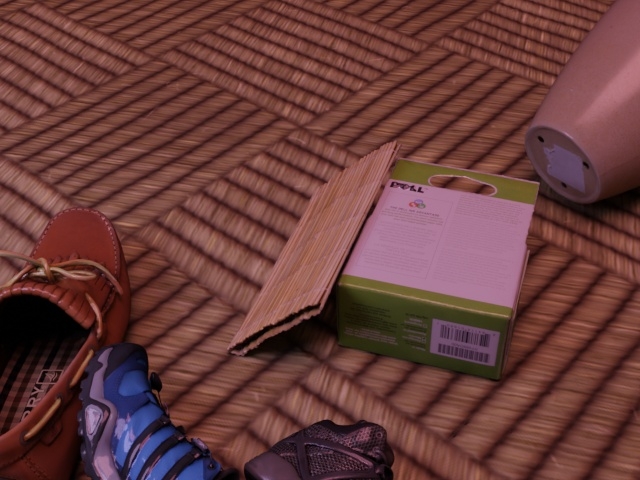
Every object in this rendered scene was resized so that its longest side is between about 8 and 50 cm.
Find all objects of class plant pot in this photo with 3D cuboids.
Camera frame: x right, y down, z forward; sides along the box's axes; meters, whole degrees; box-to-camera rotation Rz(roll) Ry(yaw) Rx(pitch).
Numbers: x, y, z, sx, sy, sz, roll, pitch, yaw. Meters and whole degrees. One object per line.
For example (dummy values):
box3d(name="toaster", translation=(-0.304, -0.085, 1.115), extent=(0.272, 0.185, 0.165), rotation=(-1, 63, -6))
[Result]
box3d(name="plant pot", translation=(0.412, -0.177, 1.177), extent=(0.274, 0.256, 0.256), rotation=(-39, 51, -16))

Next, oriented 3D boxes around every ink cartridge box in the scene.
box3d(name="ink cartridge box", translation=(0.145, 0.021, 1.037), extent=(0.189, 0.097, 0.255), rotation=(11, 40, 15))

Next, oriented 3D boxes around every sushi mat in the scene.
box3d(name="sushi mat", translation=(0.000, 0.000, 1.056), extent=(0.151, 0.019, 0.316), rotation=(-31, 22, 40))

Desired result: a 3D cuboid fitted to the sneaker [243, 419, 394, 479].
box3d(name="sneaker", translation=(0.047, 0.237, 0.790), extent=(0.130, 0.087, 0.228), rotation=(-35, 45, -25))

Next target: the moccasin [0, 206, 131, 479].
box3d(name="moccasin", translation=(-0.290, 0.089, 0.926), extent=(0.139, 0.146, 0.380), rotation=(4, 41, 6))

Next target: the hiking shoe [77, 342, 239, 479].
box3d(name="hiking shoe", translation=(-0.138, 0.214, 0.800), extent=(0.132, 0.113, 0.304), rotation=(-14, 48, -4))
